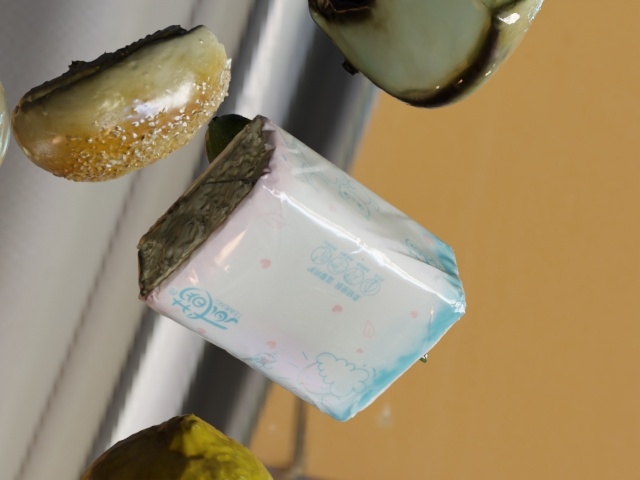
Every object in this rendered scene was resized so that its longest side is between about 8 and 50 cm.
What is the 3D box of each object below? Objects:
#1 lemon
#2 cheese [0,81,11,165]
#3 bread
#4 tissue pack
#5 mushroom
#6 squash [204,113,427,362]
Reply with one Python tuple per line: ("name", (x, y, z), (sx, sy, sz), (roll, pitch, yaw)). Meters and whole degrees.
("lemon", (-0.138, 0.304, 1.696), (0.236, 0.263, 0.236), (38, -175, -4))
("cheese", (-0.454, -0.095, 1.938), (0.266, 0.127, 0.233), (-15, -154, 8))
("bread", (-0.270, -0.175, 2.493), (0.314, 0.171, 0.192), (-23, -174, 8))
("tissue pack", (-0.016, 0.034, 1.776), (0.271, 0.201, 0.124), (33, -158, -28))
("mushroom", (0.115, -0.290, 2.070), (0.292, 0.217, 0.212), (36, -127, 13))
("squash", (0.000, 0.000, 1.926), (0.341, 0.094, 0.094), (49, -160, -1))
